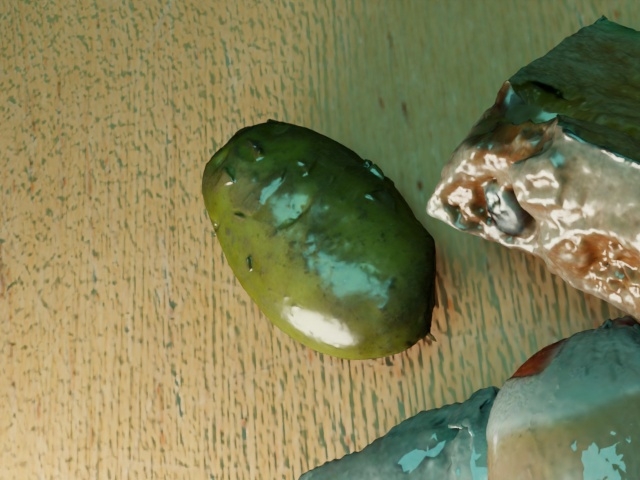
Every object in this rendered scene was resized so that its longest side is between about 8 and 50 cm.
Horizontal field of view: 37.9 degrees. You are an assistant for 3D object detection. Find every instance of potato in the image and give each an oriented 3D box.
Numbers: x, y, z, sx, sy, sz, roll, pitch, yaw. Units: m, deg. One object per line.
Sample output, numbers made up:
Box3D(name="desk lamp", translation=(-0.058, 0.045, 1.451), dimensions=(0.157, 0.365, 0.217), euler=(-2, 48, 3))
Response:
Box3D(name="potato", translation=(0.000, 0.000, 0.755), dimensions=(0.251, 0.113, 0.149), euler=(42, 86, 23))

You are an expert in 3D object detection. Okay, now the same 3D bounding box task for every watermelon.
Box3D(name="watermelon", translation=(0.210, -0.029, 0.615), dimensions=(0.264, 0.302, 0.151), euler=(30, 126, 31))

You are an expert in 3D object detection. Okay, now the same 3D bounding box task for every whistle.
Box3D(name="whistle", translation=(0.130, 0.145, 0.609), dimensions=(0.348, 0.189, 0.189), euler=(-11, 68, 36))
